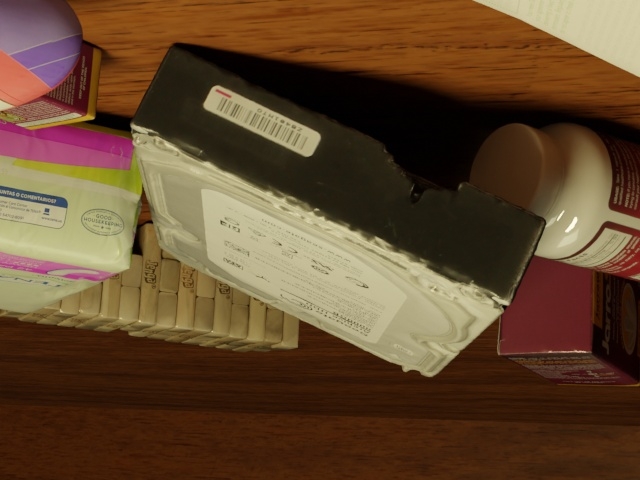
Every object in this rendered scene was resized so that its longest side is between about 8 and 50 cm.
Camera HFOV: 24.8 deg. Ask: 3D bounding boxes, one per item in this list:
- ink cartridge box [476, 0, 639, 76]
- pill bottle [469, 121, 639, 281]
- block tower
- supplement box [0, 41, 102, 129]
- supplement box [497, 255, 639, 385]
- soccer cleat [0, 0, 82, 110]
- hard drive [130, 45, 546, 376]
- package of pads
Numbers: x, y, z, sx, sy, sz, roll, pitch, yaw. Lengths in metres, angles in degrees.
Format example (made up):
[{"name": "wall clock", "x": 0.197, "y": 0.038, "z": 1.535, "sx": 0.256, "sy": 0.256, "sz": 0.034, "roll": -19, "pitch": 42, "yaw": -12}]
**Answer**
[{"name": "ink cartridge box", "x": 0.089, "y": -0.130, "z": 0.543, "sx": 0.235, "sy": 0.056, "sz": 0.171, "roll": 27, "pitch": 170, "yaw": 9}, {"name": "pill bottle", "x": 0.170, "y": -0.025, "z": 0.911, "sx": 0.152, "sy": 0.086, "sz": 0.086, "roll": 14, "pitch": 164, "yaw": -35}, {"name": "block tower", "x": -0.170, "y": 0.034, "z": 1.278, "sx": 0.335, "sy": 0.097, "sz": 0.091, "roll": 8, "pitch": 168, "yaw": -23}, {"name": "supplement box", "x": -0.170, "y": -0.094, "z": 0.805, "sx": 0.055, "sy": 0.043, "sz": 0.083, "roll": -4, "pitch": 166, "yaw": 35}, {"name": "supplement box", "x": 0.218, "y": 0.062, "z": 1.250, "sx": 0.080, "sy": 0.104, "sz": 0.188, "roll": -2, "pitch": 166, "yaw": 24}, {"name": "soccer cleat", "x": -0.234, "y": -0.112, "z": 0.673, "sx": 0.248, "sy": 0.083, "sz": 0.095, "roll": 9, "pitch": 162, "yaw": -10}, {"name": "hard drive", "x": 0.000, "y": 0.000, "z": 0.957, "sx": 0.237, "sy": 0.064, "sz": 0.339, "roll": 26, "pitch": 168, "yaw": 2}, {"name": "package of pads", "x": -0.263, "y": -0.024, "z": 1.027, "sx": 0.229, "sy": 0.101, "sz": 0.296, "roll": 11, "pitch": 167, "yaw": -24}]
